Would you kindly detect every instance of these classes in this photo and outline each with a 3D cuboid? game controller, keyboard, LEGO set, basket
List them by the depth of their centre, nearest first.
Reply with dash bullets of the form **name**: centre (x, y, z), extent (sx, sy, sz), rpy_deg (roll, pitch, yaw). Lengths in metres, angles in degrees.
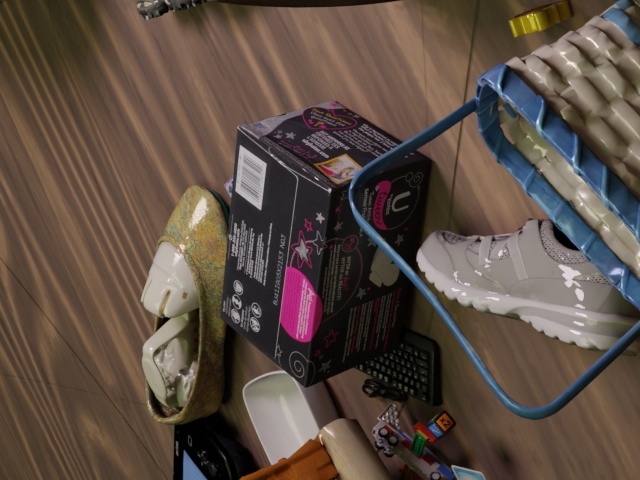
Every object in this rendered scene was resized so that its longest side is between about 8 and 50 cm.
- **basket**: centre (0.202, -0.028, 1.261), extent (0.255, 0.289, 0.201), rpy_deg (53, 172, 19)
- **LEGO set**: centre (0.152, 0.274, 1.719), extent (0.182, 0.060, 0.244), rpy_deg (5, 129, 51)
- **keyboard**: centre (0.068, 0.139, 1.772), extent (0.180, 0.023, 0.108), rpy_deg (23, 127, 46)
- **game controller**: centre (-0.158, 0.381, 2.172), extent (0.166, 0.067, 0.319), rpy_deg (36, 134, 36)

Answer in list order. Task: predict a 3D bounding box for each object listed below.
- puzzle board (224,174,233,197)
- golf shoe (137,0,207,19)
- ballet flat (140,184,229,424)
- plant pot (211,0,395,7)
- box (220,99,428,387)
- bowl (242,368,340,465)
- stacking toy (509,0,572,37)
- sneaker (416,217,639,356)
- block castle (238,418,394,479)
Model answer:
- **puzzle board**: centre (-0.066, -0.033, 1.858), extent (0.128, 0.011, 0.096), rpy_deg (59, 145, 10)
- **golf shoe**: centre (-0.159, -0.307, 1.765), extent (0.198, 0.077, 0.094), rpy_deg (-1, 108, 52)
- **ballet flat**: centre (-0.177, 0.097, 1.991), extent (0.123, 0.123, 0.349), rpy_deg (35, 135, 37)
- **plant pot**: centre (-0.013, -0.299, 1.418), extent (0.215, 0.230, 0.215), rpy_deg (40, 141, 42)
- **box**: centre (0.000, 0.000, 1.669), extent (0.163, 0.142, 0.247), rpy_deg (36, 131, 39)
- **bowl**: centre (-0.025, 0.221, 1.914), extent (0.142, 0.053, 0.142), rpy_deg (-25, 90, 55)
- **stacking toy**: centre (0.223, -0.270, 1.309), extent (0.221, 0.052, 0.167), rpy_deg (-6, 106, 52)
- **sneaker**: centre (0.208, 0.023, 1.482), extent (0.281, 0.105, 0.115), rpy_deg (20, 95, 49)
- **block castle**: centre (-0.041, 0.416, 1.783), extent (0.213, 0.303, 0.453), rpy_deg (57, 158, 22)
